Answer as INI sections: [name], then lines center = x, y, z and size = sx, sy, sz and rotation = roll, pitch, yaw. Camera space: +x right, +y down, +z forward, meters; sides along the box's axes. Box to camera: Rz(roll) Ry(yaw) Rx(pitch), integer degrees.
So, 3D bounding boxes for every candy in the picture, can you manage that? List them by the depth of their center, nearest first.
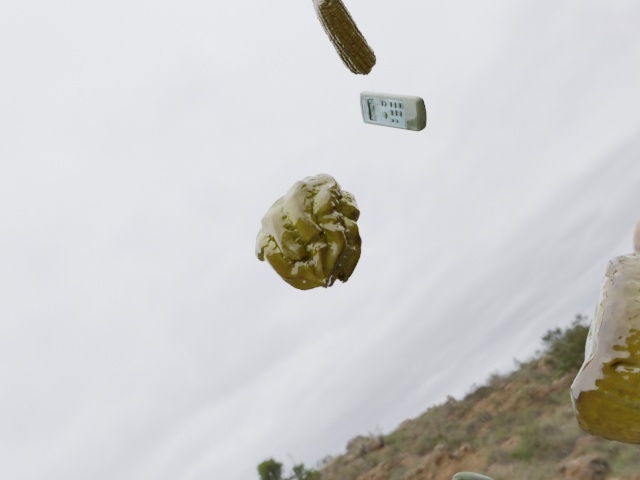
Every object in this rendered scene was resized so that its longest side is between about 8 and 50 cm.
[candy]
center = 0.410, 0.143, 0.881
size = 0.260, 0.118, 0.259
rotation = 14, -90, -70

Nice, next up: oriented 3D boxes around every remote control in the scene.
[remote control]
center = 0.202, -0.368, 1.863
size = 0.038, 0.234, 0.098
rotation = -27, -59, -32

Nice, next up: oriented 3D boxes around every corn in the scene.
[corn]
center = 0.059, -0.514, 1.635
size = 0.086, 0.086, 0.288
rotation = -39, -38, 4

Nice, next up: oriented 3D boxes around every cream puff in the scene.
[cream puff]
center = 0.001, 0.000, 1.740
size = 0.291, 0.257, 0.324
rotation = -48, -23, 7

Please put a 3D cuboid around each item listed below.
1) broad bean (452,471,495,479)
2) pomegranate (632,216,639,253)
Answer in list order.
[broad bean]
center = 0.514, 0.716, 1.838
size = 0.067, 0.325, 0.075
rotation = -174, 102, -83
[pomegranate]
center = 0.893, -0.011, 1.624
size = 0.215, 0.215, 0.215
rotation = -31, -23, -15
